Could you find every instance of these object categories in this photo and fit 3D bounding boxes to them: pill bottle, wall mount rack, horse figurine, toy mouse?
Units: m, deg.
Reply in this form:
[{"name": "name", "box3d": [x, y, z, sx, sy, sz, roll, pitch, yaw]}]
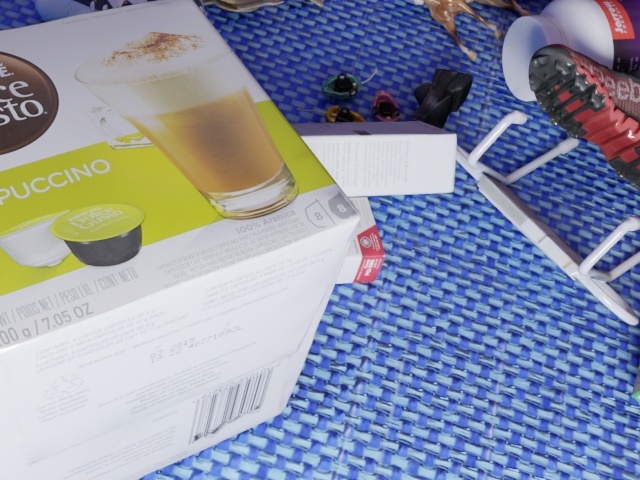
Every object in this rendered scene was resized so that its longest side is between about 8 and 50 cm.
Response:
[{"name": "pill bottle", "box3d": [0.447, -0.284, 1.517, 0.323, 0.181, 0.181, -7, 54, -22]}, {"name": "wall mount rack", "box3d": [0.339, -0.049, 1.338, 0.350, 0.130, 0.304, 48, 16, 22]}, {"name": "horse figurine", "box3d": [0.251, -0.394, 1.630, 0.174, 0.066, 0.263, 45, 54, 15]}, {"name": "toy mouse", "box3d": [0.058, -0.195, 1.430, 0.161, 0.031, 0.143, 20, 49, 0]}]

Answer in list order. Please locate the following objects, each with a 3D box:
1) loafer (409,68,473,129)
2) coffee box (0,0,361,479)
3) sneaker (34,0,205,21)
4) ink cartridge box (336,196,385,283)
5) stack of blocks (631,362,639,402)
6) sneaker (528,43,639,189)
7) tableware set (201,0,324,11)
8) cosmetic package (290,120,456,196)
[{"name": "loafer", "box3d": [0.161, -0.200, 1.451, 0.061, 0.062, 0.170, 27, 39, 16]}, {"name": "coffee box", "box3d": [-0.221, 0.016, 0.971, 0.338, 0.338, 0.334, -20, 59, -29]}, {"name": "sneaker", "box3d": [-0.270, -0.287, 1.368, 0.235, 0.094, 0.153, 10, 40, -21]}, {"name": "ink cartridge box", "box3d": [0.000, 0.000, 1.235, 0.135, 0.056, 0.099, -2, 52, -18]}, {"name": "stack of blocks", "box3d": [0.509, 0.118, 1.241, 0.171, 0.087, 0.297, 35, 49, -4]}, {"name": "sneaker", "box3d": [0.396, -0.192, 1.373, 0.276, 0.098, 0.135, 35, 60, -20]}, {"name": "tableware set", "box3d": [-0.087, -0.380, 1.538, 0.194, 0.039, 0.128, -21, 48, -36]}, {"name": "cosmetic package", "box3d": [0.047, -0.107, 1.289, 0.231, 0.085, 0.117, -5, 16, -20]}]
